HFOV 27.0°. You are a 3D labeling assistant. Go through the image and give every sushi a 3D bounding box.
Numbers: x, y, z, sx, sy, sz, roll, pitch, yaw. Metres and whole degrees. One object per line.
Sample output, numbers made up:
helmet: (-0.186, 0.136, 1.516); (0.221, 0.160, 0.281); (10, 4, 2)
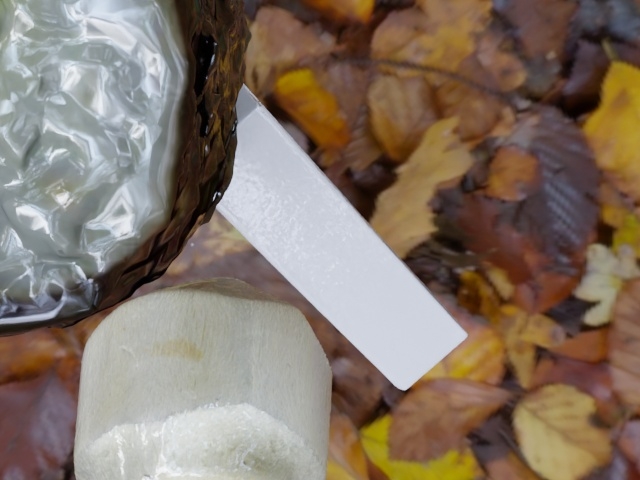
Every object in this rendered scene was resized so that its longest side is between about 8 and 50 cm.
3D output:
sushi: (-0.191, -0.090, 0.806); (0.281, 0.294, 0.299); (22, 96, -1)

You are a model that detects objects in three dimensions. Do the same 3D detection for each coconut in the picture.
coconut: (-0.106, 0.148, 1.242); (0.237, 0.237, 0.266); (5, 45, -5)

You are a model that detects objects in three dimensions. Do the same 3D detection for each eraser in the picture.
eraser: (0.000, -0.001, 1.068); (0.078, 0.076, 0.298); (-42, 124, 3)
